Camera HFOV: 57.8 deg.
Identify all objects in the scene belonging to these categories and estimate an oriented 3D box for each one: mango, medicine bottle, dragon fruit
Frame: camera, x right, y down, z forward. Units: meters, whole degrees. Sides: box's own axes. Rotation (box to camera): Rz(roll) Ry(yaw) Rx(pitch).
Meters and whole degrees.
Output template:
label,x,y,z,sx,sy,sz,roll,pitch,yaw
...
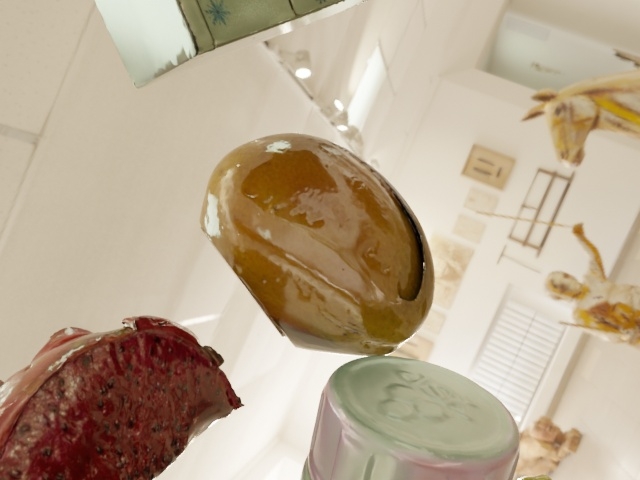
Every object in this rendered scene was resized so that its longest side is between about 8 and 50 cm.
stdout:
label,x,y,z,sx,sy,sz,roll,pitch,yaw
mango,0.000,0.000,0.521,0.166,0.236,0.136,-39,-18,-5
medicine bottle,0.050,0.177,0.382,0.135,0.135,0.169,-31,-45,-69
dragon fruit,-0.224,0.150,0.473,0.262,0.211,0.134,-31,-78,-61

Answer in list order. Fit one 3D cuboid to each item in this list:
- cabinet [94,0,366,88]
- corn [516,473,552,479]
label,x,y,z,sx,sy,sz,roll,pitch,yaw
cabinet,-0.046,-0.216,0.394,0.206,0.150,0.145,-30,-71,-25
corn,0.211,0.320,0.595,0.097,0.097,0.262,-57,-28,-35
